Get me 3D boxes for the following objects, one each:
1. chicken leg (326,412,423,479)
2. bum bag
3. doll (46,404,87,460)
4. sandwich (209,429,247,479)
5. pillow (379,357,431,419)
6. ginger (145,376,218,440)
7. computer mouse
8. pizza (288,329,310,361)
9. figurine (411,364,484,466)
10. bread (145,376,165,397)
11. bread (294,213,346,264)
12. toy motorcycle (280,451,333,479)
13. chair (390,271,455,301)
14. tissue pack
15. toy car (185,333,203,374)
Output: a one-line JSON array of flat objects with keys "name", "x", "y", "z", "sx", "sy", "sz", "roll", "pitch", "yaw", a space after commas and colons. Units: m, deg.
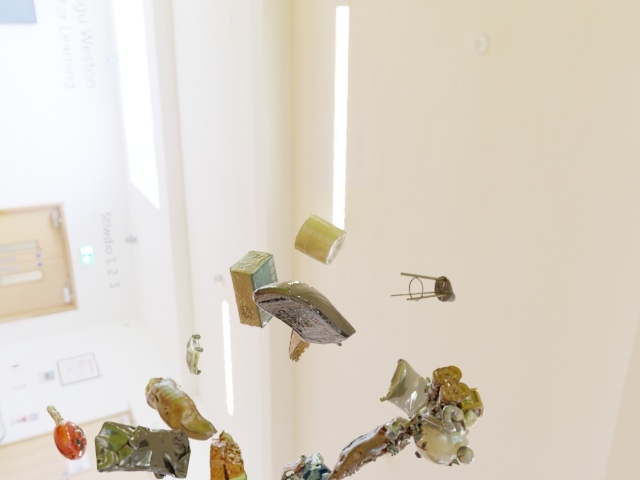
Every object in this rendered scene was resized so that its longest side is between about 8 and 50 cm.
[{"name": "chicken leg", "x": 0.109, "y": 0.412, "z": 1.157, "sx": 0.234, "sy": 0.105, "sz": 0.063, "roll": -39, "pitch": -107, "yaw": 27}, {"name": "bum bag", "x": -0.416, "y": 0.500, "z": 1.382, "sx": 0.060, "sy": 0.248, "sz": 0.123, "roll": -28, "pitch": -127, "yaw": 31}, {"name": "doll", "x": -0.790, "y": 0.607, "z": 1.816, "sx": 0.217, "sy": 0.085, "sz": 0.183, "roll": 18, "pitch": -42, "yaw": 60}, {"name": "sandwich", "x": -0.282, "y": 0.695, "z": 1.737, "sx": 0.292, "sy": 0.109, "sz": 0.212, "roll": -178, "pitch": -102, "yaw": -77}, {"name": "pillow", "x": 0.298, "y": 0.504, "z": 1.918, "sx": 0.059, "sy": 0.255, "sz": 0.169, "roll": 21, "pitch": -105, "yaw": 44}, {"name": "ginger", "x": -0.421, "y": 0.479, "z": 1.669, "sx": 0.309, "sy": 0.107, "sz": 0.133, "roll": 12, "pitch": -60, "yaw": 52}, {"name": "computer mouse", "x": -0.026, "y": 0.149, "z": 1.270, "sx": 0.147, "sy": 0.264, "sz": 0.088, "roll": -9, "pitch": -134, "yaw": 40}, {"name": "pizza", "x": -0.058, "y": 0.337, "z": 2.045, "sx": 0.195, "sy": 0.052, "sz": 0.185, "roll": 153, "pitch": -53, "yaw": -66}, {"name": "figurine", "x": 0.366, "y": 0.515, "z": 1.693, "sx": 0.261, "sy": 0.186, "sz": 0.382, "roll": -91, "pitch": -178, "yaw": -48}, {"name": "bread", "x": -0.621, "y": 0.567, "z": 2.196, "sx": 0.083, "sy": 0.070, "sz": 0.077, "roll": -56, "pitch": -138, "yaw": 38}, {"name": "bread", "x": 0.000, "y": 0.000, "z": 2.016, "sx": 0.141, "sy": 0.134, "sz": 0.148, "roll": 28, "pitch": -30, "yaw": 13}, {"name": "toy motorcycle", "x": -0.032, "y": 0.911, "z": 2.109, "sx": 0.319, "sy": 0.182, "sz": 0.241, "roll": 165, "pitch": -57, "yaw": -72}, {"name": "chair", "x": 0.359, "y": 0.161, "z": 1.973, "sx": 0.104, "sy": 0.221, "sz": 0.095, "roll": 15, "pitch": -82, "yaw": 63}, {"name": "tissue pack", "x": -0.269, "y": 0.200, "z": 2.412, "sx": 0.134, "sy": 0.192, "sz": 0.271, "roll": 5, "pitch": -62, "yaw": 23}, {"name": "toy car", "x": -0.446, "y": 0.397, "z": 2.036, "sx": 0.205, "sy": 0.056, "sz": 0.095, "roll": -142, "pitch": -122, "yaw": -68}]
